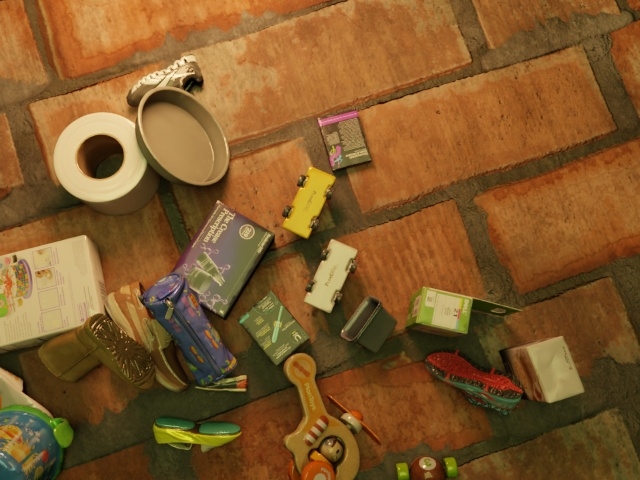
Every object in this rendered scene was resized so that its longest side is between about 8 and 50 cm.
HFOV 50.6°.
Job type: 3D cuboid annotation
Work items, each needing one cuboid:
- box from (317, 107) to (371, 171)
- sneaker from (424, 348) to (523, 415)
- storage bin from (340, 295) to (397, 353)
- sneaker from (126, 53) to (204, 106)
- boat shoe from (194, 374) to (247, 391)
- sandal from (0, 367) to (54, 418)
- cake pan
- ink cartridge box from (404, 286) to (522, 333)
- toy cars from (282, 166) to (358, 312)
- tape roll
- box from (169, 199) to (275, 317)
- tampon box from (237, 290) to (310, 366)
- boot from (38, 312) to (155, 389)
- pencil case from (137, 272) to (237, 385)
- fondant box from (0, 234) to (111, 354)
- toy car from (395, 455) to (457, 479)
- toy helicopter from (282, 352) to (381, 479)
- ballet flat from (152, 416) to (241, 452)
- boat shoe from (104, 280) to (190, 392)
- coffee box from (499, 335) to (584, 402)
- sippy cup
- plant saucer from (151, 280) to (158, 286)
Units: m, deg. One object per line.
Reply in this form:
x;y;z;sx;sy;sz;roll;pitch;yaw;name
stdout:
0.067;-0.284;1.919;0.116;0.029;0.162;-15;79;-3;box
0.386;0.381;1.760;0.262;0.125;0.104;22;44;26;sneaker
0.132;0.229;1.799;0.091;0.098;0.135;41;80;-22;storage bin
-0.432;-0.429;1.911;0.234;0.078;0.106;-32;79;-9;sneaker
-0.260;0.375;1.778;0.137;0.049;0.043;1;76;-3;boat shoe
-0.803;0.406;1.756;0.265;0.076;0.102;43;96;-14;sandal
-0.373;-0.270;1.809;0.054;0.293;0.293;-27;78;37;cake pan
0.365;0.202;1.750;0.255;0.189;0.097;13;78;1;ink cartridge box
0.000;0.000;1.839;0.177;0.087;0.393;-17;83;1;toy cars
-0.568;-0.201;1.820;0.246;0.169;0.246;0;80;0;tape roll
-0.264;0.054;1.806;0.184;0.103;0.261;31;79;-1;box
-0.121;0.233;1.780;0.120;0.101;0.161;-39;83;-7;tampon box
-0.563;0.308;1.706;0.236;0.270;0.089;53;38;-8;boot
-0.329;0.227;1.702;0.119;0.133;0.306;-31;111;-6;pencil case
-0.740;0.146;1.776;0.331;0.096;0.238;-14;75;-3;fondant box
0.278;0.618;1.671;0.155;0.188;0.148;-6;80;-2;toy car
0.007;0.453;1.720;0.235;0.140;0.354;-17;87;-21;toy helicopter
-0.319;0.506;1.748;0.231;0.077;0.077;5;100;3;ballet flat
-0.431;0.246;1.759;0.116;0.123;0.324;-37;84;-1;boat shoe
0.549;0.325;1.701;0.098;0.246;0.141;-17;79;-4;coffee box
-0.761;0.542;1.622;0.240;0.224;0.305;27;92;-7;sippy cup
-0.423;0.148;1.835;0.084;0.013;0.083;0;80;0;plant saucer
